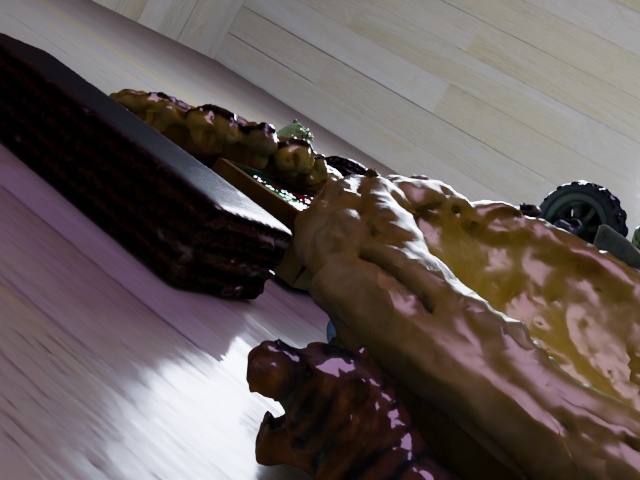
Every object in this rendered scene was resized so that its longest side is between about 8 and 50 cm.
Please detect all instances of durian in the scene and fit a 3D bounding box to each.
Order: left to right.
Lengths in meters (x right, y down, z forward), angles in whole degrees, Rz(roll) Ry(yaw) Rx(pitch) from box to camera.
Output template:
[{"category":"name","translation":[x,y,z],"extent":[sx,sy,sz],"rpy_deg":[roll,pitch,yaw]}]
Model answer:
[{"category":"durian","translation":[-0.052,-0.112,1.404],"extent":[0.086,0.100,0.215],"rpy_deg":[27,18,-13]}]

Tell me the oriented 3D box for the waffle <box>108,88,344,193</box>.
[{"category":"waffle","translation":[-0.113,-0.107,1.169],"extent":[0.281,0.058,0.301],"rpy_deg":[18,-2,29]}]

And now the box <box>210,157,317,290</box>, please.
[{"category":"box","translation":[0.000,0.000,1.042],"extent":[0.159,0.071,0.240],"rpy_deg":[38,11,30]}]

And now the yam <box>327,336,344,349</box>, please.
[{"category":"yam","translation":[0.074,0.116,0.613],"extent":[0.179,0.078,0.078],"rpy_deg":[30,9,-3]}]

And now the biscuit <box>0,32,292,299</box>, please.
[{"category":"biscuit","translation":[-0.191,-0.079,0.866],"extent":[0.388,0.073,0.107],"rpy_deg":[35,9,33]}]

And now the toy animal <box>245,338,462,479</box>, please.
[{"category":"toy animal","translation":[0.036,0.134,0.270],"extent":[0.114,0.116,0.255],"rpy_deg":[24,11,-24]}]

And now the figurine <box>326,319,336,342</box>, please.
[{"category":"figurine","translation":[0.093,0.073,0.783],"extent":[0.180,0.154,0.262],"rpy_deg":[14,-1,-31]}]

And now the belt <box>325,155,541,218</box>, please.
[{"category":"belt","translation":[0.138,-0.017,1.282],"extent":[0.359,0.126,0.094],"rpy_deg":[17,3,16]}]

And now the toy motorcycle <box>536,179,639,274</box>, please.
[{"category":"toy motorcycle","translation":[0.406,0.104,1.260],"extent":[0.168,0.237,0.410],"rpy_deg":[0,30,-43]}]

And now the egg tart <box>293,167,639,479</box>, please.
[{"category":"egg tart","translation":[0.125,0.089,0.483],"extent":[0.345,0.132,0.345],"rpy_deg":[23,18,-8]}]
